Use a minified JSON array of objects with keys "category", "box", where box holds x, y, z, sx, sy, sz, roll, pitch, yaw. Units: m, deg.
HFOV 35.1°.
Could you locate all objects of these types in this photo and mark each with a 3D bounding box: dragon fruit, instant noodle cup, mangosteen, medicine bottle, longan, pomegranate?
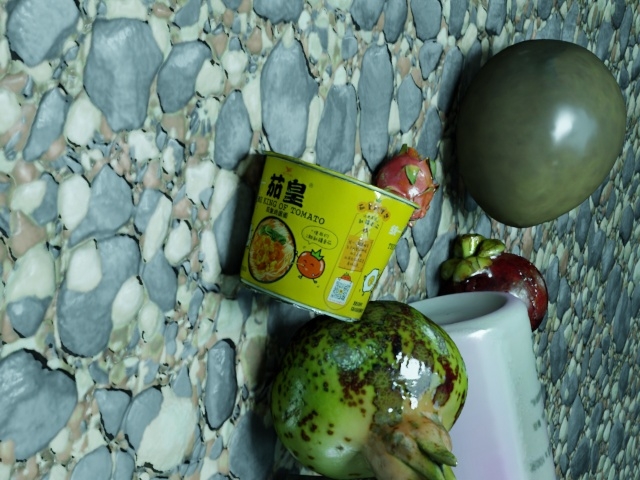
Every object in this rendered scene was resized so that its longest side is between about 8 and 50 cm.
[{"category":"dragon fruit","box":[0.115,-0.077,1.334,0.081,0.086,0.116,25,63,-19]},{"category":"instant noodle cup","box":[0.000,0.000,1.089,0.182,0.182,0.144,18,91,-58]},{"category":"mangosteen","box":[0.255,0.073,1.535,0.166,0.166,0.180,-35,96,-50]},{"category":"medicine bottle","box":[0.202,0.278,1.365,0.219,0.219,0.388,-22,102,-54]},{"category":"longan","box":[0.322,-0.160,1.497,0.300,0.243,0.300,-45,157,-25]},{"category":"pomegranate","box":[0.077,0.199,1.155,0.222,0.276,0.204,-46,157,7]}]

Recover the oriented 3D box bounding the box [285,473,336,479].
[{"category":"box","box":[-0.006,0.511,1.114,0.396,0.111,0.395,-85,173,-74]}]
